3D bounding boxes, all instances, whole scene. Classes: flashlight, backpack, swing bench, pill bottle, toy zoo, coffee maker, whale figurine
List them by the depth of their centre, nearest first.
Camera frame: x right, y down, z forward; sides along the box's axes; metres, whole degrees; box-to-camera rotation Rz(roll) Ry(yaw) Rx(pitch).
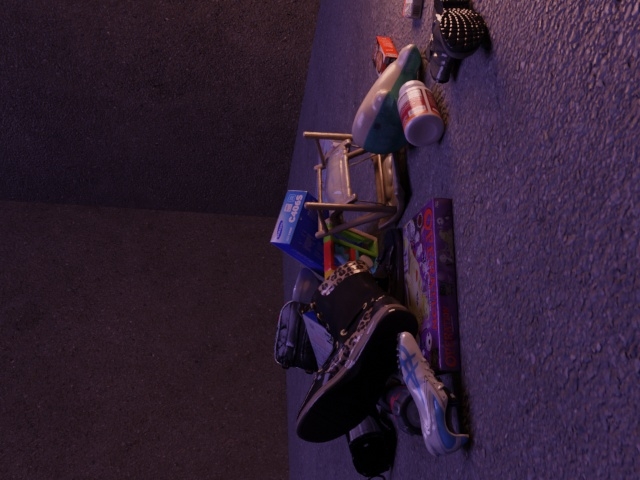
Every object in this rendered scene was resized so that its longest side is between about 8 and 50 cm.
[{"bbox_3d":[0.183,0.354,1.378,0.304,0.103,0.103,121,152,-80],"label":"flashlight"},{"bbox_3d":[0.217,-0.284,1.398,0.086,0.086,0.152,103,167,-45],"label":"pill bottle"},{"bbox_3d":[0.186,-0.333,1.541,0.272,0.141,0.216,-61,-5,13],"label":"whale figurine"},{"bbox_3d":[0.113,0.513,1.645,0.178,0.120,0.171,-109,24,-68],"label":"coffee maker"},{"bbox_3d":[0.093,-0.164,1.689,0.165,0.254,0.253,69,-163,-56],"label":"swing bench"},{"bbox_3d":[0.091,0.098,1.736,0.030,0.192,0.293,-31,49,41],"label":"toy zoo"},{"bbox_3d":[-0.040,0.327,2.290,0.191,0.225,0.254,-22,-61,-67],"label":"backpack"}]

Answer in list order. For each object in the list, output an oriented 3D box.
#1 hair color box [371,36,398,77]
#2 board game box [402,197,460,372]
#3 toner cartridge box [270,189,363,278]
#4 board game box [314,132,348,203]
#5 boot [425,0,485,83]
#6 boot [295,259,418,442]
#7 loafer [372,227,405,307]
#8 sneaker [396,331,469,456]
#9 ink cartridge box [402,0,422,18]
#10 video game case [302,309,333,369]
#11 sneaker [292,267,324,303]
[{"bbox_3d":[0.183,-0.519,1.804,0.141,0.043,0.072,-100,17,-51],"label":"hair color box"},{"bbox_3d":[0.227,0.107,1.332,0.208,0.056,0.347,131,141,-68],"label":"board game box"},{"bbox_3d":[0.000,0.000,1.884,0.348,0.075,0.165,38,-116,-50],"label":"toner cartridge box"},{"bbox_3d":[0.038,-0.247,2.497,0.318,0.066,0.319,-117,31,-71],"label":"board game box"},{"bbox_3d":[0.259,-0.378,1.256,0.246,0.083,0.161,-89,1,-46],"label":"boot"},{"bbox_3d":[0.047,0.241,1.446,0.377,0.138,0.284,-59,27,16],"label":"boot"},{"bbox_3d":[0.164,0.111,1.540,0.109,0.095,0.303,119,153,-70],"label":"loafer"},{"bbox_3d":[0.205,0.278,1.185,0.085,0.086,0.237,43,-155,-63],"label":"sneaker"},{"bbox_3d":[0.228,-0.595,1.600,0.115,0.029,0.063,-112,26,-67],"label":"ink cartridge box"},{"bbox_3d":[0.048,0.349,1.882,0.269,0.061,0.244,-161,54,-68],"label":"video game case"},{"bbox_3d":[0.016,0.162,1.932,0.292,0.169,0.108,35,-107,-79],"label":"sneaker"}]
